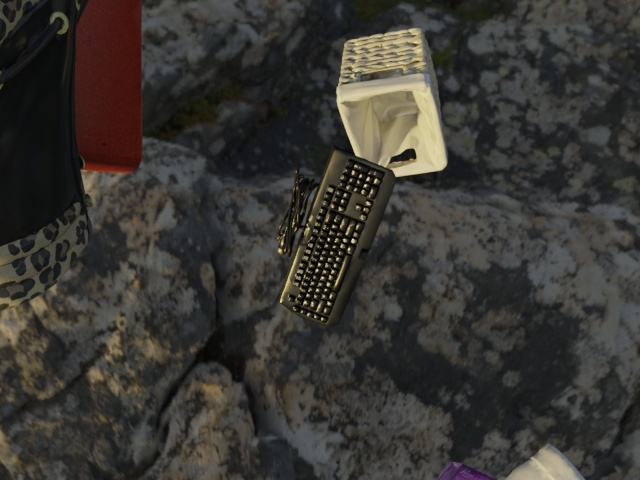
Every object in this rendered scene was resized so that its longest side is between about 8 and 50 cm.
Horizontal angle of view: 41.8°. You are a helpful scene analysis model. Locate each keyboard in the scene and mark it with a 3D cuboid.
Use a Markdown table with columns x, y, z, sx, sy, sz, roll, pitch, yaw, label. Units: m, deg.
| x | y | z | sx | sy | sz | roll | pitch | yaw | label |
| --- | --- | --- | --- | --- | --- | --- | --- | --- | --- |
| 0.000 | 0.000 | 0.858 | 0.100 | 0.192 | 0.038 | 23 | 23 | 7 | keyboard |

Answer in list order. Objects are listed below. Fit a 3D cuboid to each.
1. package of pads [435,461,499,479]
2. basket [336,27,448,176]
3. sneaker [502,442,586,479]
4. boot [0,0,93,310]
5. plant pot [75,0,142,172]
| x | y | z | sx | sy | sz | roll | pitch | yaw | label |
| --- | --- | --- | --- | --- | --- | --- | --- | --- | --- |
| 0.087 | 0.169 | 0.464 | 0.050 | 0.083 | 0.032 | 17 | 34 | 32 | package of pads |
| 0.092 | -0.168 | 1.043 | 0.113 | 0.167 | 0.103 | -7 | 56 | 13 | basket |
| 0.224 | 0.341 | 0.716 | 0.169 | 0.108 | 0.292 | -33 | 58 | -7 | sneaker |
| -0.150 | -0.094 | 0.435 | 0.085 | 0.178 | 0.236 | 6 | 35 | 7 | boot |
| -0.334 | -0.191 | 0.726 | 0.268 | 0.236 | 0.267 | 6 | 101 | 27 | plant pot |
